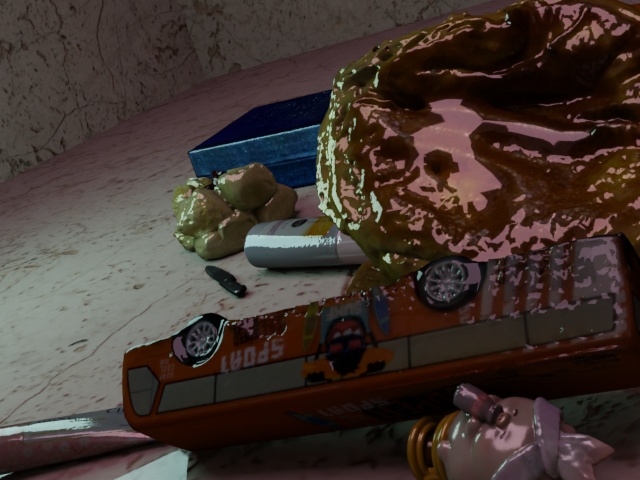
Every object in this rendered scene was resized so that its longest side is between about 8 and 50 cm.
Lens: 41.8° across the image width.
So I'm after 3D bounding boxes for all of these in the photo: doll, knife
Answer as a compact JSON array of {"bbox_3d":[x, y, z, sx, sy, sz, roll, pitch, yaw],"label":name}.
[{"bbox_3d":[0.110,0.121,0.510,0.127,0.084,0.073,-14,20,45],"label":"doll"},{"bbox_3d":[-0.125,0.048,1.077,0.023,0.010,0.170,-26,18,-17],"label":"knife"}]

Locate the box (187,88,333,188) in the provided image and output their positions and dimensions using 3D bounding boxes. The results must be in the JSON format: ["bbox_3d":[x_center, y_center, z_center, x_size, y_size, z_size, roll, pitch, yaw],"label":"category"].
[{"bbox_3d":[-0.048,-0.181,1.502,0.279,0.116,0.261,-7,21,28],"label":"box"}]

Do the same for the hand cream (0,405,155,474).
[{"bbox_3d":[-0.230,0.180,0.765,0.210,0.043,0.067,-13,19,4],"label":"hand cream"}]

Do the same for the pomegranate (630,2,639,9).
[{"bbox_3d":[0.341,-0.142,0.865,0.209,0.209,0.209,-18,18,6],"label":"pomegranate"}]

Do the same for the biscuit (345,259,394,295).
[{"bbox_3d":[0.101,0.053,0.800,0.142,0.028,0.221,-25,21,-18],"label":"biscuit"}]

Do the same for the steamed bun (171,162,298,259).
[{"bbox_3d":[-0.132,-0.059,1.239,0.192,0.106,0.177,-22,20,-12],"label":"steamed bun"}]

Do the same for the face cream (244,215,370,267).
[{"bbox_3d":[0.000,0.000,1.013,0.198,0.057,0.084,-6,23,37],"label":"face cream"}]

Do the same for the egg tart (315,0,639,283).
[{"bbox_3d":[0.175,-0.060,0.742,0.352,0.153,0.339,-24,52,9],"label":"egg tart"}]

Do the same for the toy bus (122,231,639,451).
[{"bbox_3d":[0.028,0.084,0.615,0.409,0.093,0.092,-16,56,28],"label":"toy bus"}]
